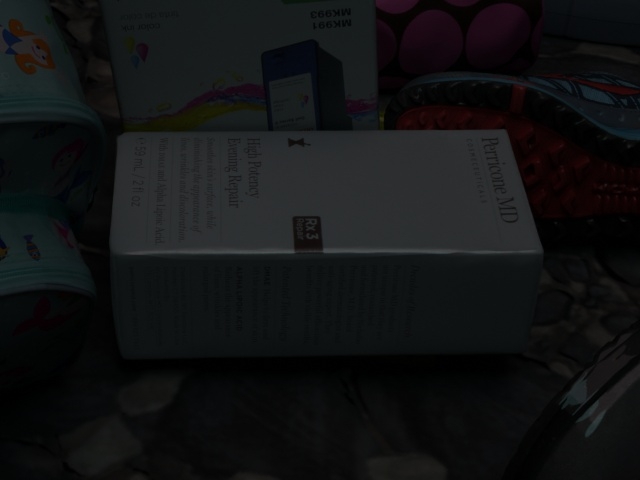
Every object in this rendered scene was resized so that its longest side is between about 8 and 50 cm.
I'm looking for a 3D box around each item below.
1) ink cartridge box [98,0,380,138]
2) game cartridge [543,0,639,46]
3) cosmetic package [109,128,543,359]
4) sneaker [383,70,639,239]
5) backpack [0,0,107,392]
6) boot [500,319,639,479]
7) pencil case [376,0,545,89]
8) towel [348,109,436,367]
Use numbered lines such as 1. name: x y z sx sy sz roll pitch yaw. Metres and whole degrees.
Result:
1. ink cartridge box: -0.043 -0.112 0.835 0.154 0.212 0.093 -3 42 0
2. game cartridge: 0.144 -0.252 1.165 0.294 0.060 0.196 18 46 12
3. cosmetic package: 0.000 0.000 0.797 0.231 0.085 0.117 -2 40 -4
4. sneaker: 0.164 -0.059 0.927 0.262 0.104 0.125 11 23 -10
5. backpack: -0.215 -0.017 0.684 0.225 0.253 0.191 -15 66 -26
6. boot: 0.275 0.122 0.714 0.338 0.118 0.223 -22 54 -25
7. pencil case: 0.057 -0.154 1.001 0.209 0.098 0.095 -11 44 -22
8. towel: 0.026 -0.014 0.894 0.102 0.021 0.237 8 40 -1
